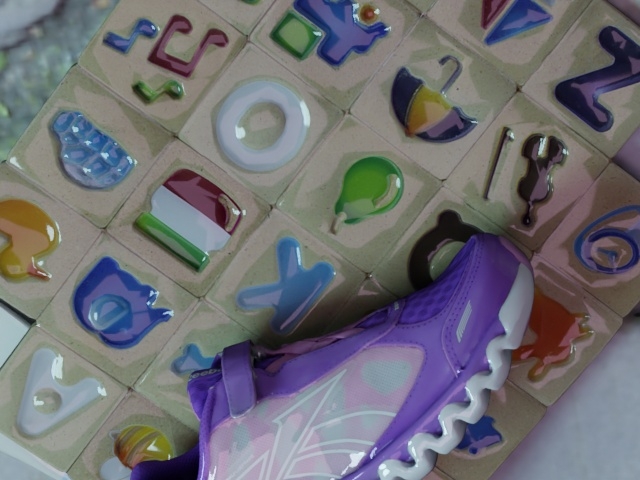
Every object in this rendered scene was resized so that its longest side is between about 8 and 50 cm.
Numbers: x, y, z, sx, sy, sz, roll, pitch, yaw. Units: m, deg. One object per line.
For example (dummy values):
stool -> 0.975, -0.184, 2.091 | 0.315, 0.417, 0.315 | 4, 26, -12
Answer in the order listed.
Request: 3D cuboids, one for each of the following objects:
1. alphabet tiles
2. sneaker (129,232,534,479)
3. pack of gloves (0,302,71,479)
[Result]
alphabet tiles -> 0.000, 0.000, 0.842 | 0.285, 0.011, 0.342 | 35, 102, -12
sneaker -> -0.003, 0.078, 0.816 | 0.104, 0.095, 0.236 | 42, 102, -5
pack of gloves -> -0.069, 0.071, 0.884 | 0.232, 0.046, 0.195 | 29, 113, -10
